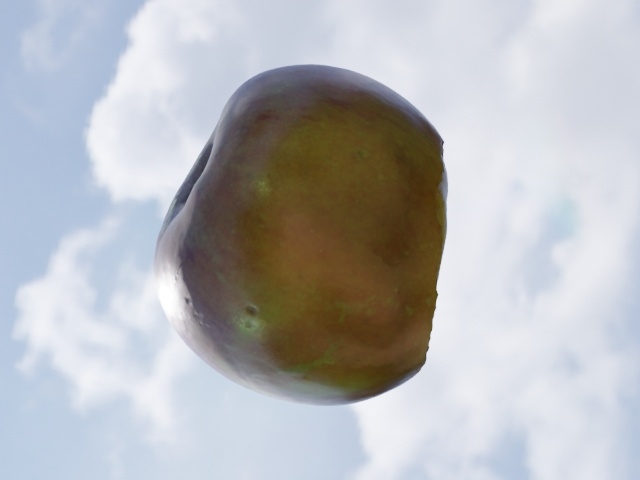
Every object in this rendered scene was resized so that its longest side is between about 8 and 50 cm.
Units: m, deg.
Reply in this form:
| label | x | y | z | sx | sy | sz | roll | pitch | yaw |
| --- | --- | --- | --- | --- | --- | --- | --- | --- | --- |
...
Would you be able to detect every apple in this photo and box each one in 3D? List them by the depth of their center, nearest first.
| label | x | y | z | sx | sy | sz | roll | pitch | yaw |
| --- | --- | --- | --- | --- | --- | --- | --- | --- | --- |
| apple | 0.000 | 0.000 | 1.305 | 0.237 | 0.207 | 0.237 | -61 | 12 | 22 |
